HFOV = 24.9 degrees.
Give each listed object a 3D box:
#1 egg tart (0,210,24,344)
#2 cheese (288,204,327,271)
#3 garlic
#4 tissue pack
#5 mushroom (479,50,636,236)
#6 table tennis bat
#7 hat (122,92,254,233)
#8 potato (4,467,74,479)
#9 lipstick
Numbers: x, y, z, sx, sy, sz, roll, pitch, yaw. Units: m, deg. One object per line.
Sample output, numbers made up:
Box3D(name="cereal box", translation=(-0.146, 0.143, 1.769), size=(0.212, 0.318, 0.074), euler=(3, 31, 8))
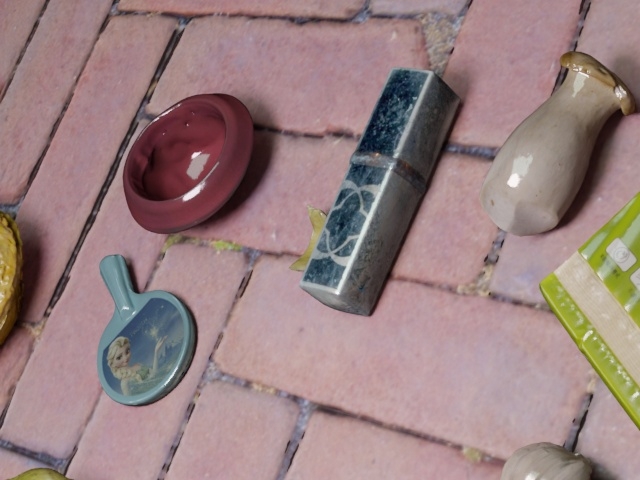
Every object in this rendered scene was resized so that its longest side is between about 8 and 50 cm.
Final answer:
Box3D(name="egg tart", translation=(-0.511, 0.084, 2.026), size=(0.294, 0.123, 0.294), euler=(-18, 58, 31))
Box3D(name="cheese", translation=(0.001, -0.001, 1.710), size=(0.060, 0.041, 0.084), euler=(-1, 79, 47))
Box3D(name="garlic", translation=(0.217, 0.234, 1.361), size=(0.094, 0.074, 0.113), euler=(-46, 52, -2))
Box3D(name="tissue pack", translation=(0.347, 0.114, 1.238), size=(0.167, 0.200, 0.275), euler=(-44, 45, 11))
Box3D(name="mushroom", translation=(0.249, -0.100, 1.534), size=(0.097, 0.088, 0.212), euler=(33, 81, 36))
Box3D(name="table tennis bat", translation=(-0.235, 0.106, 1.845), size=(0.149, 0.038, 0.237), euler=(-39, 49, 14))
Box3D(name="hat", translation=(-0.161, -0.093, 1.868), size=(0.205, 0.089, 0.205), euler=(-17, 54, 25))
Box3D(name="potato", translation=(-0.322, 0.378, 1.667), size=(0.169, 0.143, 0.248), euler=(-49, 43, 44))
Box3D(name="lipstick", translation=(0.069, -0.055, 1.663), size=(0.077, 0.076, 0.290), euler=(12, 75, 41))
